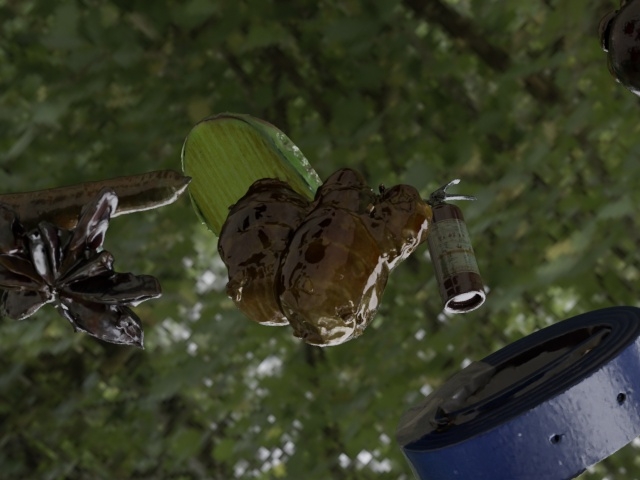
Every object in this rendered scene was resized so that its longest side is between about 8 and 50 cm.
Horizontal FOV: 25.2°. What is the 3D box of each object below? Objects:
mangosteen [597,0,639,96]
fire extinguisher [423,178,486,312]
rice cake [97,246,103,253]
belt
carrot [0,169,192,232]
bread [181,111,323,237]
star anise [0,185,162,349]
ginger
[{"bbox_3d":[0.565,-0.330,2.392,0.210,0.210,0.210,-44,-165,15],"label":"mangosteen"},{"bbox_3d":[0.220,0.001,2.320,0.071,0.099,0.231,96,-14,-58],"label":"fire extinguisher"},{"bbox_3d":[-0.373,0.057,2.300,0.069,0.207,0.063,-24,174,21],"label":"rice cake"},{"bbox_3d":[0.265,0.206,1.770,0.347,0.117,0.212,-29,-164,-5],"label":"belt"},{"bbox_3d":[-0.318,-0.043,1.851,0.342,0.070,0.070,-8,-150,18],"label":"carrot"},{"bbox_3d":[-0.097,-0.067,2.221,0.045,0.301,0.301,-40,-173,-39],"label":"bread"},{"bbox_3d":[-0.322,0.036,1.785,0.282,0.212,0.129,1,-133,14],"label":"star anise"},{"bbox_3d":[-0.009,-0.001,1.940,0.274,0.152,0.357,-50,-146,-17],"label":"ginger"}]
